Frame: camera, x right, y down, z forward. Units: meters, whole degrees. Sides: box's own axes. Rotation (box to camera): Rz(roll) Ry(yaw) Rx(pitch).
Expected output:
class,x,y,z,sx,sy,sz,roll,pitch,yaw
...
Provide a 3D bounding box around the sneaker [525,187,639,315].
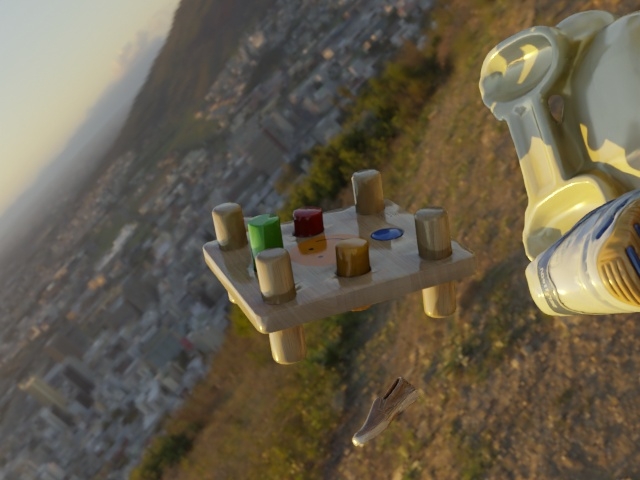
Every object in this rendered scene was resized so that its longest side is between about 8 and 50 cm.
class,x,y,z,sx,sy,sz,roll,pitch,yaw
sneaker,0.295,-0.015,0.806,0.296,0.111,0.131,-17,-3,-36

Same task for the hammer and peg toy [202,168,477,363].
class,x,y,z,sx,sy,sz,roll,pitch,yaw
hammer and peg toy,0.000,0.000,1.125,0.266,0.127,0.361,-14,22,-15

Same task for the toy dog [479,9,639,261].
class,x,y,z,sx,sy,sz,roll,pitch,yaw
toy dog,0.452,-0.170,1.087,0.408,0.284,0.395,-8,-22,-24

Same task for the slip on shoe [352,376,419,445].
class,x,y,z,sx,sy,sz,roll,pitch,yaw
slip on shoe,0.091,0.254,1.390,0.135,0.041,0.051,-35,-2,-28
